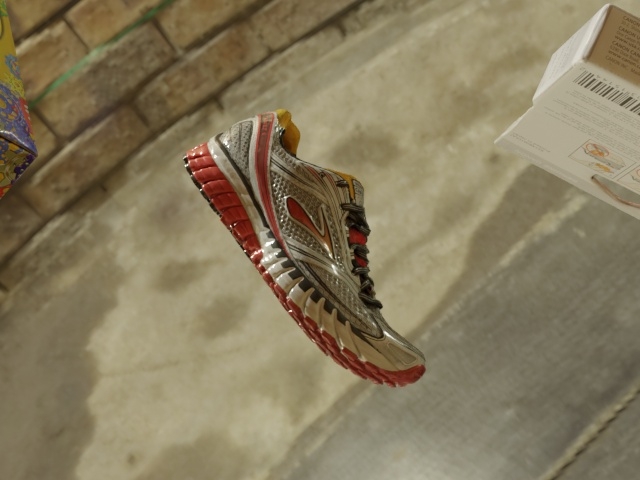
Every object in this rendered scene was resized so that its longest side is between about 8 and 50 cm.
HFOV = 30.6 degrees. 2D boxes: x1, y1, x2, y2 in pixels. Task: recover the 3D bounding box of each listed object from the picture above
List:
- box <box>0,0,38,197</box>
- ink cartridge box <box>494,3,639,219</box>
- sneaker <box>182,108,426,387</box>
[{"bbox_3d":[-0.342,-0.085,0.711,0.279,0.177,0.290,-43,44,21],"label":"box"},{"bbox_3d":[0.340,-0.087,1.108,0.066,0.296,0.261,-64,3,-13],"label":"ink cartridge box"},{"bbox_3d":[0.000,0.000,0.772,0.092,0.088,0.225,-36,69,-3],"label":"sneaker"}]
